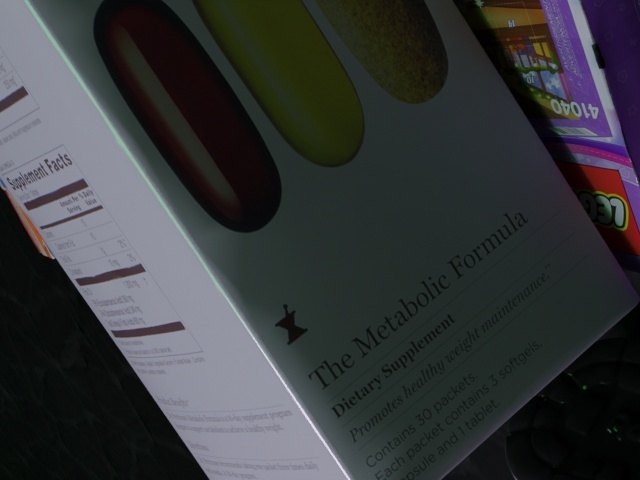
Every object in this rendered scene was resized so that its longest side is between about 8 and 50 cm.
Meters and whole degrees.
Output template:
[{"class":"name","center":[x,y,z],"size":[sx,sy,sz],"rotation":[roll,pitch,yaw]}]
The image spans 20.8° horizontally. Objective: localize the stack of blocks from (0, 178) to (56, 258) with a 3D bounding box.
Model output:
[{"class":"stack of blocks","center":[-0.133,-0.084,0.852],"size":[0.171,0.087,0.297],"rotation":[62,169,-6]}]

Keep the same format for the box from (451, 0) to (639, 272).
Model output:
[{"class":"box","center":[0.020,-0.106,0.693],"size":[0.293,0.057,0.201],"rotation":[17,137,50]}]

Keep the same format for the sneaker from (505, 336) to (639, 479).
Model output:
[{"class":"sneaker","center":[0.208,0.128,0.670],"size":[0.283,0.107,0.124],"rotation":[25,158,50]}]

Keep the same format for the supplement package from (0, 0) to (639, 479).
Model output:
[{"class":"supplement package","center":[-0.026,-0.035,0.630],"size":[0.244,0.139,0.134],"rotation":[56,156,-10]}]
